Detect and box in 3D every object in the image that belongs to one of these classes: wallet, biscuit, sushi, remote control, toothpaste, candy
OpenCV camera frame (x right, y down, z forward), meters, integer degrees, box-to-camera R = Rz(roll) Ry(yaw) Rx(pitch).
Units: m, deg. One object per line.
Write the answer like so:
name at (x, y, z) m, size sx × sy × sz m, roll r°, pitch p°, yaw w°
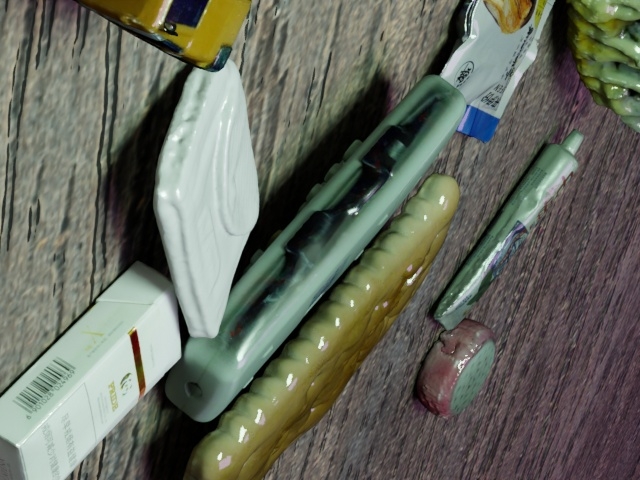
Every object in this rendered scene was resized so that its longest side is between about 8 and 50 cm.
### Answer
wallet at (-0.069, -0.027, 1.221) m, size 0.183 × 0.032 × 0.124 m, roll 84°, pitch 21°, yaw -57°
biscuit at (-0.003, 0.100, 1.509) m, size 0.325 × 0.044 × 0.217 m, roll -48°, pitch 169°, yaw -27°
sushi at (0.315, -0.196, 1.676) m, size 0.274 × 0.184 × 0.139 m, roll 80°, pitch 33°, yaw -61°
remote control at (0.000, 0.000, 1.386) m, size 0.296 × 0.056 × 0.140 m, roll -49°, pitch 178°, yaw -24°
toothpaste at (0.182, -0.011, 1.849) m, size 0.233 × 0.038 × 0.060 m, roll -54°, pitch 157°, yaw -7°
candy at (0.135, 0.127, 1.917) m, size 0.103 × 0.043 × 0.103 m, roll -46°, pitch 153°, yaw -32°

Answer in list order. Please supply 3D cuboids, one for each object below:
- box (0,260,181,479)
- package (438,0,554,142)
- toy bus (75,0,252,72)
box at (-0.150, 0.093, 1.231) m, size 0.154 × 0.040 × 0.084 m, roll -48°, pitch 153°, yaw -30°
package at (0.144, -0.166, 1.566) m, size 0.173 × 0.027 × 0.171 m, roll -67°, pitch 158°, yaw 6°
toy bus at (-0.061, -0.193, 0.965) m, size 0.201 × 0.098 × 0.114 m, roll -63°, pitch 158°, yaw 9°
